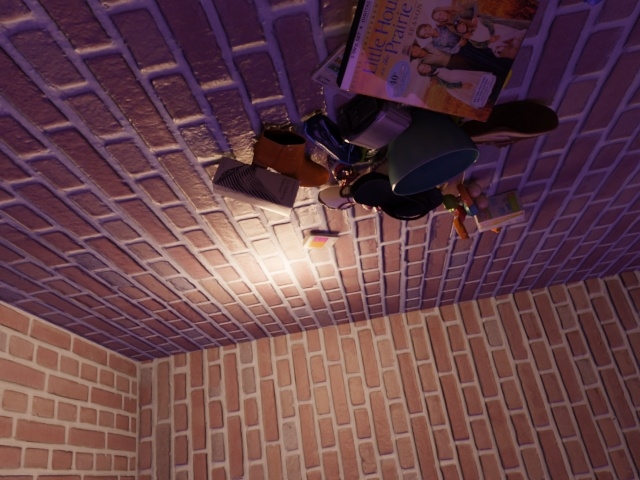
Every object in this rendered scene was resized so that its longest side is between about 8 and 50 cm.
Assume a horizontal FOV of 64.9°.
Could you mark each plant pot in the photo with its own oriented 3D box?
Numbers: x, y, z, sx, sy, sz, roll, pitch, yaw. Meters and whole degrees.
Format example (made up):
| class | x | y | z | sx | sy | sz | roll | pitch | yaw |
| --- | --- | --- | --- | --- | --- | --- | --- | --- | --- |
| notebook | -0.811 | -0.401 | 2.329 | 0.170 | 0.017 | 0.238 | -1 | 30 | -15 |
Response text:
| class | x | y | z | sx | sy | sz | roll | pitch | yaw |
| --- | --- | --- | --- | --- | --- | --- | --- | --- | --- |
| plant pot | 0.333 | -0.299 | 1.613 | 0.290 | 0.196 | 0.290 | -19 | 165 | -5 |

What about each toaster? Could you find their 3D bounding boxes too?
| class | x | y | z | sx | sy | sz | roll | pitch | yaw |
| --- | --- | --- | --- | --- | --- | --- | --- | --- | --- |
| toaster | 0.171 | -0.374 | 1.523 | 0.146 | 0.129 | 0.227 | 12 | 145 | -43 |

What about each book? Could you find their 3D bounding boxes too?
| class | x | y | z | sx | sy | sz | roll | pitch | yaw |
| --- | --- | --- | --- | --- | --- | --- | --- | --- | --- |
| book | 0.000 | 0.000 | 2.320 | 0.144 | 0.035 | 0.096 | 4 | 148 | -26 |

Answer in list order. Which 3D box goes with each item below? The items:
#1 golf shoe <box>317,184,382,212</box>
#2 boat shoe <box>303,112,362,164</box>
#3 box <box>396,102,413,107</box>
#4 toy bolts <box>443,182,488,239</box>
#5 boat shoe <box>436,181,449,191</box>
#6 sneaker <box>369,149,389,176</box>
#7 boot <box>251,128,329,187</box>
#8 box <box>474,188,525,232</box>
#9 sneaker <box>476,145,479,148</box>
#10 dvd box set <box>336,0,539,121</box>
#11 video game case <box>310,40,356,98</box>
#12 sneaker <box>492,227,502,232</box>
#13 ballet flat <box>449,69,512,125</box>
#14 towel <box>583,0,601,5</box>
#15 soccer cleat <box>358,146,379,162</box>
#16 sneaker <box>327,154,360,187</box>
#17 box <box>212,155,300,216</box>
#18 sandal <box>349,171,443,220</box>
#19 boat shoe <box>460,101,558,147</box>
| class | x | y | z | sx | sy | sz | roll | pitch | yaw |
| --- | --- | --- | --- | --- | --- | --- | --- | --- | --- |
| golf shoe | 0.124 | -0.181 | 1.900 | 0.272 | 0.105 | 0.120 | 2 | 150 | 3 |
| boat shoe | 0.060 | -0.320 | 1.617 | 0.089 | 0.109 | 0.258 | -33 | 148 | 31 |
| box | 0.289 | -0.450 | 1.381 | 0.180 | 0.147 | 0.077 | -5 | 154 | -7 |
| toy bolts | 0.631 | -0.127 | 2.109 | 0.158 | 0.218 | 0.228 | -27 | 167 | 20 |
| boat shoe | 0.431 | -0.183 | 2.000 | 0.104 | 0.089 | 0.285 | -26 | 157 | -15 |
| sneaker | 0.253 | -0.250 | 1.818 | 0.095 | 0.105 | 0.236 | 0 | 155 | -23 |
| boot | -0.075 | -0.270 | 1.656 | 0.295 | 0.104 | 0.211 | 10 | 158 | -19 |
| box | 0.784 | -0.128 | 2.224 | 0.203 | 0.114 | 0.103 | -16 | 153 | 15 |
| sneaker | 0.448 | -0.327 | 1.780 | 0.212 | 0.080 | 0.094 | -2 | 165 | 1 |
| dvd box set | 0.278 | -0.478 | 1.222 | 0.420 | 0.062 | 0.308 | 8 | 121 | -17 |
| video game case | 0.076 | -0.473 | 1.412 | 0.157 | 0.019 | 0.143 | 15 | 144 | -39 |
| sneaker | 0.825 | -0.071 | 2.342 | 0.064 | 0.067 | 0.175 | -31 | 175 | 13 |
| ballet flat | 0.501 | -0.435 | 1.557 | 0.077 | 0.077 | 0.231 | 14 | 145 | -37 |
| towel | 0.665 | -0.698 | 1.130 | 0.243 | 0.040 | 0.336 | -31 | 146 | 35 |
| soccer cleat | 0.180 | -0.321 | 1.716 | 0.072 | 0.060 | 0.179 | -4 | 161 | -32 |
| sneaker | 0.080 | -0.257 | 1.789 | 0.088 | 0.093 | 0.225 | -33 | 166 | 4 |
| box | -0.214 | -0.180 | 1.684 | 0.275 | 0.113 | 0.094 | 16 | 161 | -2 |
| sandal | 0.289 | -0.132 | 1.810 | 0.445 | 0.107 | 0.167 | 5 | 140 | -40 |
| boat shoe | 0.608 | -0.374 | 1.686 | 0.341 | 0.123 | 0.123 | -8 | 164 | 3 |
